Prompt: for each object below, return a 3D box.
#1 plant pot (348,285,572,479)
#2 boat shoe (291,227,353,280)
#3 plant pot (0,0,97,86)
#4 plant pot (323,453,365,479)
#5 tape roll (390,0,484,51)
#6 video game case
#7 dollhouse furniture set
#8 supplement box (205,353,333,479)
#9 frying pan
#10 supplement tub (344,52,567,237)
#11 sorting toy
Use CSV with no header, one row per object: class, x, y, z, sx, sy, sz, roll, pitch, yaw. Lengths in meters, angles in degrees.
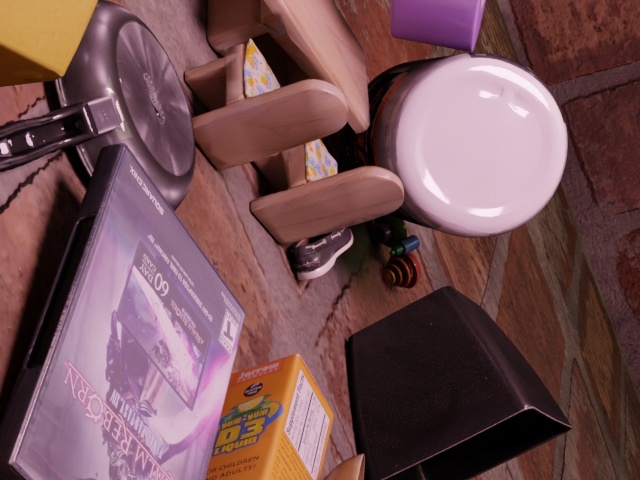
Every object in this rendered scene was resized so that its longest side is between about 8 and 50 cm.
plant pot,0.132,0.159,1.476,0.187,0.188,0.167,31,32,-63
boat shoe,0.000,0.000,1.425,0.125,0.046,0.038,-49,125,-59
plant pot,-0.227,-0.184,0.722,0.212,0.212,0.187,25,64,-66
plant pot,0.003,0.283,1.079,0.236,0.032,0.236,7,90,-85
tape roll,0.142,-0.338,1.427,0.275,0.090,0.275,12,90,-84
video game case,-0.128,0.095,0.954,0.274,0.026,0.196,-80,148,-42
dollhouse furniture set,-0.009,-0.270,1.298,0.394,0.256,0.362,51,29,-48
supplement box,-0.051,0.189,1.064,0.080,0.078,0.233,62,21,-23
frying pan,-0.173,-0.116,1.037,0.326,0.053,0.197,28,47,-69
supplement tub,0.137,-0.109,1.544,0.316,0.193,0.194,-156,-134,-79
sorting toy,0.086,0.013,1.660,0.042,0.061,0.102,-24,90,-37
